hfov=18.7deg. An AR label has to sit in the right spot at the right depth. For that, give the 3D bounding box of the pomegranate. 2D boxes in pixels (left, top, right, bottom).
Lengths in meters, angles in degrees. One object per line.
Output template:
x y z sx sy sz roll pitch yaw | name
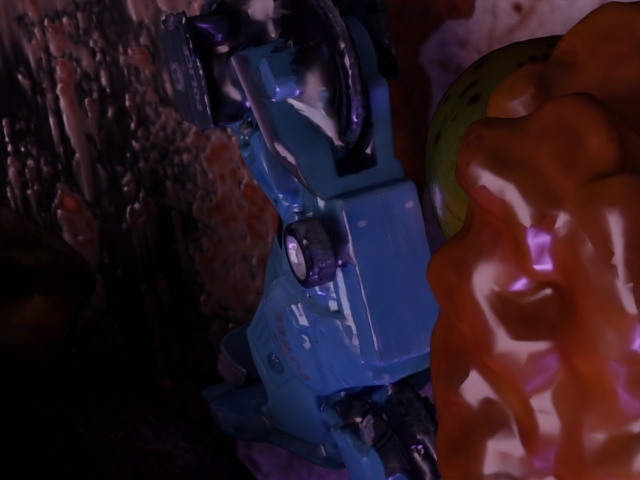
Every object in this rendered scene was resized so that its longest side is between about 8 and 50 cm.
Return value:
0.101 -0.029 0.845 0.130 0.130 0.130 14 115 33 | pomegranate

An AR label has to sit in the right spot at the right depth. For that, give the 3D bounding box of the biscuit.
0.161 0.058 0.706 0.110 0.312 0.318 6 113 38 | biscuit

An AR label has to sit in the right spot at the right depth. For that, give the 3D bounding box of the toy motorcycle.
0.000 0.000 0.911 0.182 0.124 0.272 12 117 67 | toy motorcycle

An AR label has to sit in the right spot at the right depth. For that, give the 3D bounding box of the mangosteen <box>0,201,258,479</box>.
-0.188 0.194 0.968 0.382 0.382 0.435 -46 44 39 | mangosteen
